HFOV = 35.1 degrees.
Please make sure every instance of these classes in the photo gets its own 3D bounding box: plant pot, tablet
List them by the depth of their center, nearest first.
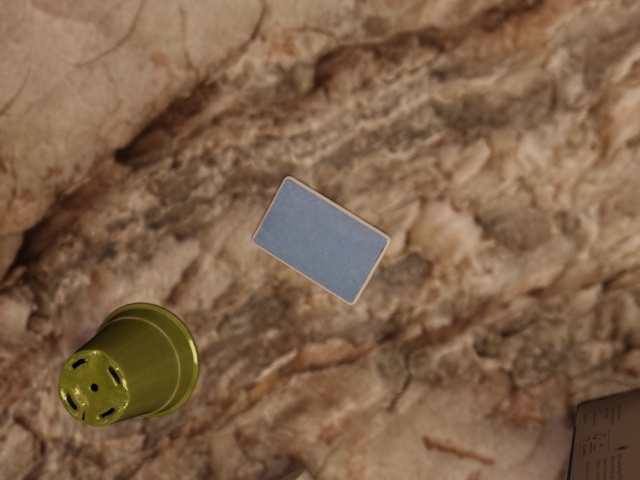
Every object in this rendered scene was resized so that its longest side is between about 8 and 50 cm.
[{"bbox_3d":[0.000,0.000,0.670,0.083,0.006,0.054,32,105,11],"label":"tablet"},{"bbox_3d":[-0.136,0.091,0.682,0.083,0.079,0.083,2,98,16],"label":"plant pot"}]

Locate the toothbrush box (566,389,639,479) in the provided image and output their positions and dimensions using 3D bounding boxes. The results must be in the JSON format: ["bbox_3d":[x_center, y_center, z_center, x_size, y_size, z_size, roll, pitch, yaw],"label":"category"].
[{"bbox_3d":[0.232,0.236,0.524,0.126,0.216,0.296,-17,91,18],"label":"toothbrush box"}]

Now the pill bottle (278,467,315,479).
[{"bbox_3d":[0.015,0.247,0.644,0.108,0.108,0.193,-37,86,17],"label":"pill bottle"}]
